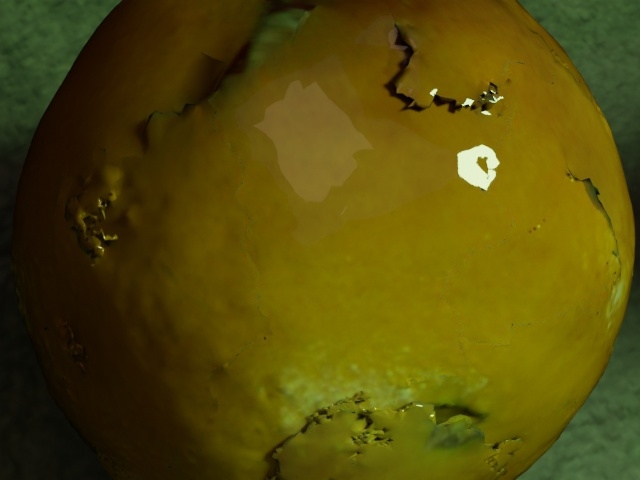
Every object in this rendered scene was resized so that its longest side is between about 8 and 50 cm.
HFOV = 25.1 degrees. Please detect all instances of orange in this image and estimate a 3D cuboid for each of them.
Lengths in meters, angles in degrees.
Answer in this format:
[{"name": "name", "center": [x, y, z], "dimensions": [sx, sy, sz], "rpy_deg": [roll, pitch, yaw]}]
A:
[{"name": "orange", "center": [0.000, 0.000, 0.573], "dimensions": [0.246, 0.246, 0.246], "rpy_deg": [1, 64, -2]}]
